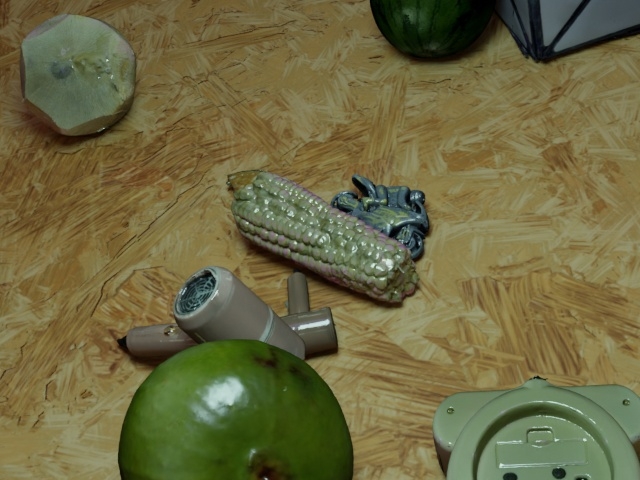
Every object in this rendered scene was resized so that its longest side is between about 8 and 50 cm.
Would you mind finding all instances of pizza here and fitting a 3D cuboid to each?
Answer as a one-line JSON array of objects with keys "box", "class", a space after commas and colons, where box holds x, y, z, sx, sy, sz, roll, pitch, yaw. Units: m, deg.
[{"box": [-0.132, -0.093, 2.079, 0.083, 0.025, 0.078, 0, 40, 23], "class": "pizza"}]

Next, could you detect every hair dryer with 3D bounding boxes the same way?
[{"box": [-0.037, 0.105, 1.837, 0.117, 0.064, 0.182, -11, 36, 4], "class": "hair dryer"}, {"box": [-0.201, 0.138, 1.743, 0.344, 0.189, 0.107, -9, 47, 42], "class": "hair dryer"}]

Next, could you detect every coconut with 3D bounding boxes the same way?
[{"box": [-0.447, -0.304, 2.212, 0.227, 0.227, 0.230, -13, 8, 0], "class": "coconut"}]

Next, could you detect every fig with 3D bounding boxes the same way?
[{"box": [-0.122, 0.265, 1.543, 0.316, 0.316, 0.316, -7, 44, 7], "class": "fig"}]

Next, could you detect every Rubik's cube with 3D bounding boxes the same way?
[{"box": [0.464, -0.556, 2.212, 0.306, 0.310, 0.305, -18, 41, -5], "class": "Rubik's cube"}]

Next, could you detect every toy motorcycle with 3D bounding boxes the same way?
[{"box": [0.112, -0.047, 1.947, 0.124, 0.061, 0.193, -42, 56, -19], "class": "toy motorcycle"}]

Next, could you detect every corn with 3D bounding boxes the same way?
[{"box": [0.001, 0.000, 1.893, 0.335, 0.127, 0.126, 30, 58, 31], "class": "corn"}]

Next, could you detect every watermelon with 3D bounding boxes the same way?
[{"box": [0.207, -0.458, 2.214, 0.242, 0.242, 0.242, -7, 44, 7], "class": "watermelon"}]

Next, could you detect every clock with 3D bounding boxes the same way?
[{"box": [0.280, 0.325, 1.499, 0.283, 0.114, 0.310, -3, 47, 8], "class": "clock"}]
